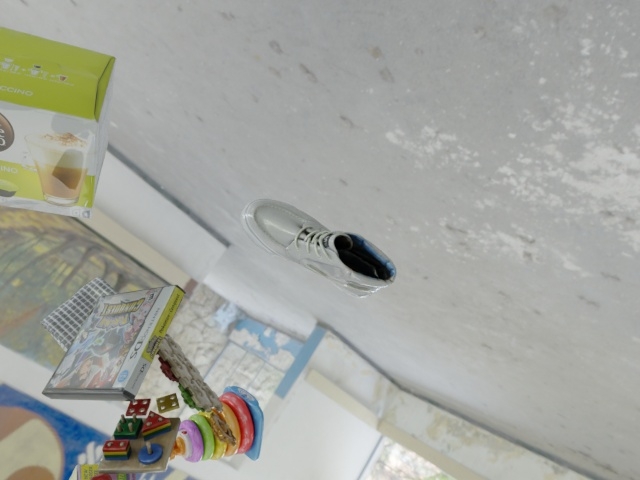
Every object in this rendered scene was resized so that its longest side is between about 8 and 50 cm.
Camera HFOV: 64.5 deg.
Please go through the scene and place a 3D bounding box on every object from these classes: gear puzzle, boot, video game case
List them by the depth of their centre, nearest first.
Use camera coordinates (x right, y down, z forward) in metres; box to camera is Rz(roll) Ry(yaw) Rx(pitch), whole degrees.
[{"bbox_3d":[0.000,0.000,0.794,0.258,0.095,0.123,29,160,-8],"label":"boot"},{"bbox_3d":[-0.437,0.215,1.075,0.274,0.248,0.035,-10,136,31],"label":"video game case"},{"bbox_3d":[-0.301,0.339,1.165,0.339,0.044,0.175,46,172,19],"label":"gear puzzle"}]

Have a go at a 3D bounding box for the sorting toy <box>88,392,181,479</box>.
[{"bbox_3d":[-0.366,0.398,1.037,0.132,0.046,0.275,-1,-154,0],"label":"sorting toy"}]

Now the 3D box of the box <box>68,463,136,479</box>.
[{"bbox_3d":[-0.449,0.602,0.977,0.117,0.243,0.213,17,-157,-34],"label":"box"}]

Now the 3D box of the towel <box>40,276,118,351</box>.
[{"bbox_3d":[-0.701,0.278,1.619,0.283,0.235,0.121,36,147,11],"label":"towel"}]

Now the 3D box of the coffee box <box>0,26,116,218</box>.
[{"bbox_3d":[-0.756,-0.314,1.357,0.337,0.338,0.334,9,134,-20],"label":"coffee box"}]

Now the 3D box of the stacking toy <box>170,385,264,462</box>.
[{"bbox_3d":[-0.303,0.498,1.282,0.301,0.166,0.175,-6,-161,-45],"label":"stacking toy"}]
